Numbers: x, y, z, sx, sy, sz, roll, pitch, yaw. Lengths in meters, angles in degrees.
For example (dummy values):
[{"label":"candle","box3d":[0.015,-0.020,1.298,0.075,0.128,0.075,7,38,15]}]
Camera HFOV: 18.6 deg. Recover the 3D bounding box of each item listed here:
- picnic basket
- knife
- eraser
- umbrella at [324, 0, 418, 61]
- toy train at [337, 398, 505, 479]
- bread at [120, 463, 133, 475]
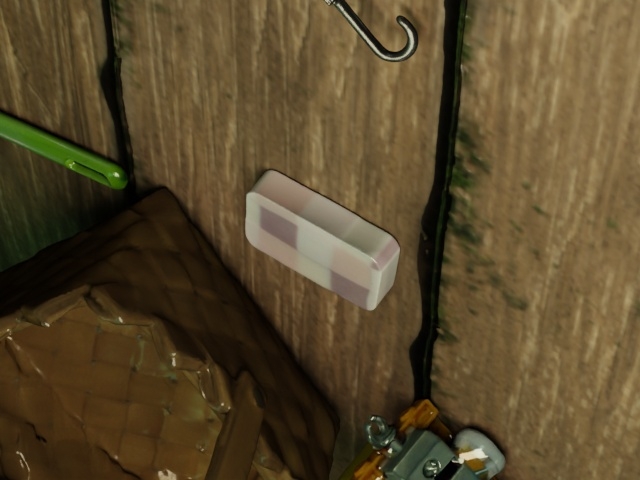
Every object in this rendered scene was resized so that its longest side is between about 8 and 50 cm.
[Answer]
[{"label":"picnic basket","box3d":[-0.146,0.162,1.336,0.254,0.321,0.291,-26,115,26]},{"label":"knife","box3d":[-0.225,-0.076,1.439,0.212,0.015,0.054,23,148,25]},{"label":"eraser","box3d":[0.000,0.000,1.284,0.105,0.026,0.065,30,147,15]},{"label":"umbrella","box3d":[-0.050,-0.189,1.059,0.269,0.044,0.044,45,123,-9]},{"label":"toy train","box3d":[0.097,0.202,1.404,0.219,0.089,0.127,45,161,-14]},{"label":"bread","box3d":[-0.234,0.159,1.648,0.288,0.156,0.204,-7,136,49]}]
